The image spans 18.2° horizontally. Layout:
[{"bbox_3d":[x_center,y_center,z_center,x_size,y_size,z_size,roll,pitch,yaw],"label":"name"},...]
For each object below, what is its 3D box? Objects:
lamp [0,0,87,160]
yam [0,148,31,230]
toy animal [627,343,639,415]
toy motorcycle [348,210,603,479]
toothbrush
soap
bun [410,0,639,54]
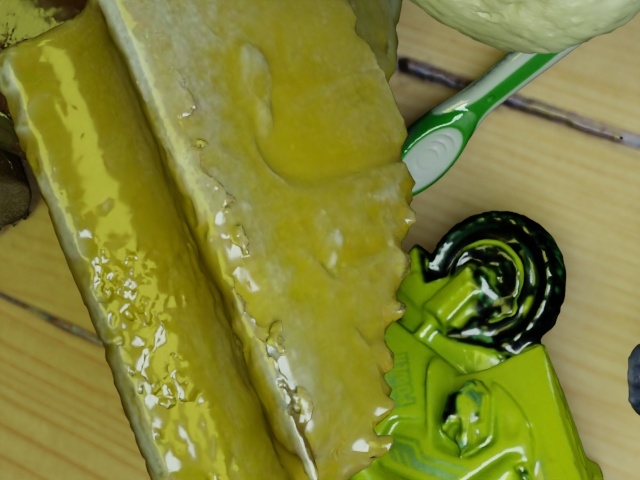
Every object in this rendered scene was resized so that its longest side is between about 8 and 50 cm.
[{"bbox_3d":[-0.208,-0.154,1.369,0.258,0.180,0.180,27,97,8],"label":"lamp"},{"bbox_3d":[-0.263,-0.074,1.467,0.084,0.084,0.127,-29,67,24],"label":"yam"},{"bbox_3d":[0.297,0.003,1.093,0.185,0.122,0.298,40,78,23],"label":"toy animal"},{"bbox_3d":[0.082,0.161,1.194,0.206,0.142,0.342,-24,70,27],"label":"toy motorcycle"},{"bbox_3d":[0.076,-0.062,1.285,0.418,0.042,0.040,-38,34,22],"label":"toothbrush"},{"bbox_3d":[0.000,0.000,1.201,0.169,0.304,0.339,-28,82,43],"label":"soap"},{"bbox_3d":[0.113,-0.290,1.128,0.352,0.227,0.349,126,157,-55],"label":"bun"}]
